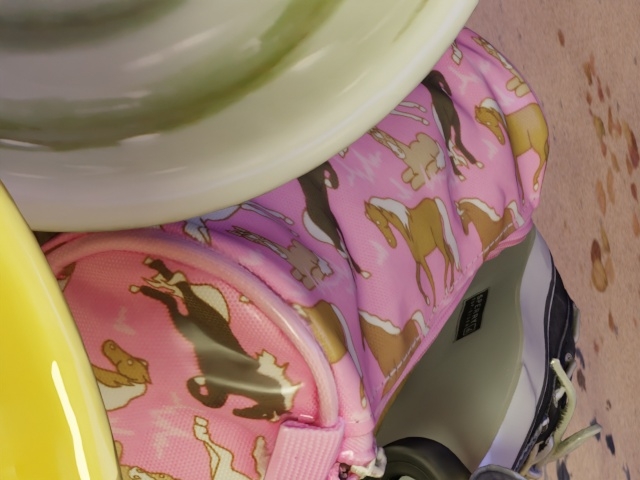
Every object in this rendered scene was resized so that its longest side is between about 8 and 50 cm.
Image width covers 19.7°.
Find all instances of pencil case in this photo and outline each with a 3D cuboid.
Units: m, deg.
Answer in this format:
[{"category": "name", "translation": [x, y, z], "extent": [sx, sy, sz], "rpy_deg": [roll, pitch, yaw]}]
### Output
[{"category": "pencil case", "translation": [0.000, 0.000, 0.925], "extent": [0.386, 0.160, 0.167], "rpy_deg": [-48, 122, -60]}]

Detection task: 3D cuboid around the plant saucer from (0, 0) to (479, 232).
[{"category": "plant saucer", "translation": [-0.106, -0.202, 0.709], "extent": [0.400, 0.100, 0.401], "rpy_deg": [0, 89, -23]}]

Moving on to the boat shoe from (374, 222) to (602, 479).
[{"category": "boat shoe", "translation": [0.113, 0.105, 1.168], "extent": [0.105, 0.113, 0.306], "rpy_deg": [53, 24, -18]}]

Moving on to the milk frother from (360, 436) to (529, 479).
[{"category": "milk frother", "translation": [0.042, 0.188, 0.958], "extent": [0.129, 0.135, 0.143], "rpy_deg": [43, 28, -2]}]

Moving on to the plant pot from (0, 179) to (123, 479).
[{"category": "plant pot", "translation": [-0.202, 0.087, 0.375], "extent": [0.254, 0.239, 0.254], "rpy_deg": [35, 50, -56]}]
